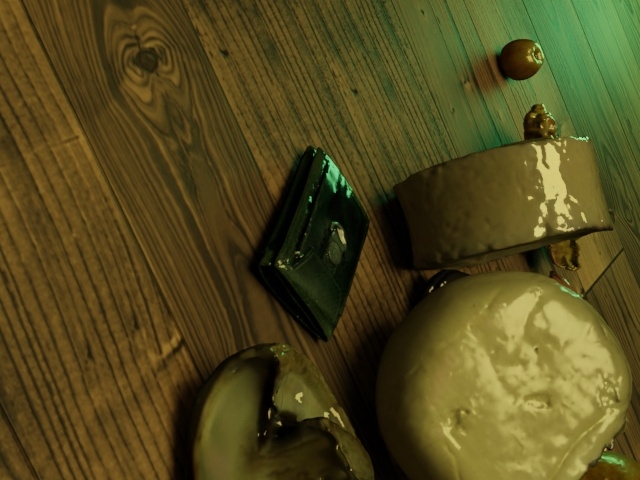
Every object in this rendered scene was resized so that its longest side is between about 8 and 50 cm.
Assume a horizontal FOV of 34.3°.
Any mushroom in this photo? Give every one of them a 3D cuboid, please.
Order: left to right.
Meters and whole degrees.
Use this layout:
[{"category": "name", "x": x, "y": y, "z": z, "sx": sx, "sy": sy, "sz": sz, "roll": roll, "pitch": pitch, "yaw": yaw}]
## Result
[{"category": "mushroom", "x": -0.037, "y": 0.261, "z": 1.152, "sx": 0.267, "sy": 0.189, "sz": 0.164, "roll": 56, "pitch": 10, "yaw": 22}]

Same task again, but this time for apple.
[{"category": "apple", "x": 0.387, "y": -0.349, "z": 1.989, "sx": 0.084, "sy": 0.071, "sz": 0.084, "roll": 23, "pitch": 59, "yaw": -43}]

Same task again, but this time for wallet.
[{"category": "wallet", "x": 0.002, "y": -0.001, "z": 1.403, "sx": 0.160, "sy": 0.055, "sz": 0.236, "roll": 54, "pitch": 40, "yaw": -32}]

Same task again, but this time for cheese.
[{"category": "cheese", "x": 0.285, "y": -0.054, "z": 1.583, "sx": 0.332, "sy": 0.292, "sz": 0.153, "roll": 0, "pitch": 76, "yaw": -60}]

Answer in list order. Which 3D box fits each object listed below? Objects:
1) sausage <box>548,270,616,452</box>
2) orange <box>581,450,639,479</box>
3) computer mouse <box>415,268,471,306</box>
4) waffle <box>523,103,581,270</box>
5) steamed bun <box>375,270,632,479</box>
[{"category": "sausage", "x": 0.451, "y": 0.261, "z": 1.815, "sx": 0.088, "sy": 0.088, "sz": 0.433, "roll": 3, "pitch": 72, "yaw": -50}, {"category": "orange", "x": 0.381, "y": 0.430, "z": 1.509, "sx": 0.235, "sy": 0.279, "sz": 0.279, "roll": 67, "pitch": 32, "yaw": -43}, {"category": "computer mouse", "x": 0.253, "y": 0.154, "z": 1.594, "sx": 0.269, "sy": 0.086, "sz": 0.137, "roll": 40, "pitch": 64, "yaw": -33}, {"category": "waffle", "x": 0.408, "y": -0.096, "z": 1.844, "sx": 0.283, "sy": 0.065, "sz": 0.309, "roll": 29, "pitch": 47, "yaw": -78}, {"category": "steamed bun", "x": 0.230, "y": 0.201, "z": 1.423, "sx": 0.334, "sy": 0.233, "sz": 0.312, "roll": -37, "pitch": 96, "yaw": -14}]
